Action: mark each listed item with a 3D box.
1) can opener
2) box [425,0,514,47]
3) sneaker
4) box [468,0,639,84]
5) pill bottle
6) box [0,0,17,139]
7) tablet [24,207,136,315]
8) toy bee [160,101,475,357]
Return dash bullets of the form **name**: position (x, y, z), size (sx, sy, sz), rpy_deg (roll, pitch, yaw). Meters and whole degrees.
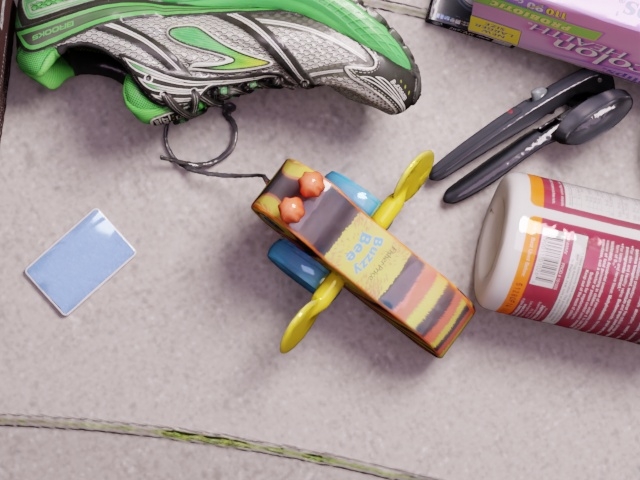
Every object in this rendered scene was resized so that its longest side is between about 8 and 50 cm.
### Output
- **can opener**: position (0.178, -0.095, 1.445), size (0.186, 0.073, 0.059), rpy_deg (-26, 98, 2)
- **box**: position (0.141, -0.213, 1.465), size (0.083, 0.018, 0.067), rpy_deg (17, 86, -5)
- **sneaker**: position (-0.086, -0.151, 1.380), size (0.343, 0.134, 0.146), rpy_deg (12, 78, 3)
- **box**: position (0.263, -0.270, 1.402), size (0.213, 0.117, 0.243), rpy_deg (19, 78, 5)
- **pill bottle**: position (0.250, 0.022, 1.414), size (0.221, 0.121, 0.121), rpy_deg (13, 85, -6)
- **box**: position (-0.337, -0.134, 1.314), size (0.167, 0.203, 0.168), rpy_deg (7, 87, -7)
- **tablet**: position (-0.204, 0.018, 1.419), size (0.083, 0.006, 0.054), rpy_deg (-42, 92, -8)
- **toy bee**: position (0.000, 0.000, 1.368), size (0.298, 0.162, 0.195), rpy_deg (16, 87, -5)
